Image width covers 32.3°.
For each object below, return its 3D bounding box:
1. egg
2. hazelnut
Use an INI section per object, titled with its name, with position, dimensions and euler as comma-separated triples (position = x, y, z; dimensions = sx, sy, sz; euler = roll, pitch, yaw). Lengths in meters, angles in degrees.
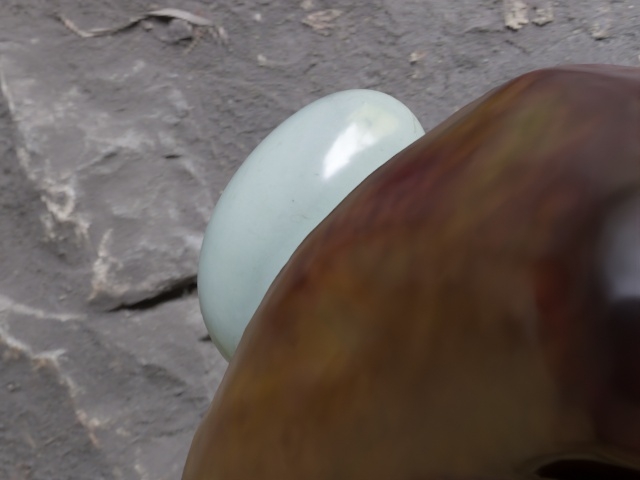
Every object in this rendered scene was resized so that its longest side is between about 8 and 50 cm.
[egg]
position = 0.000, 0.000, 0.918
dimensions = 0.182, 0.183, 0.264
euler = 29, 103, 17
[hazelnut]
position = 0.141, 0.106, 0.550
dimensions = 0.402, 0.402, 0.429
euler = 55, 136, 5
